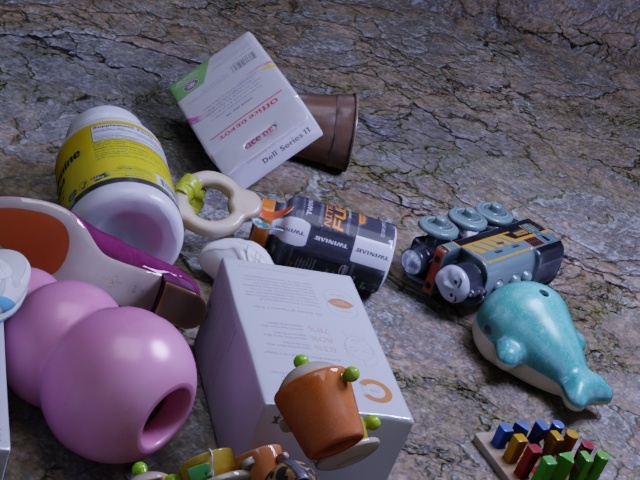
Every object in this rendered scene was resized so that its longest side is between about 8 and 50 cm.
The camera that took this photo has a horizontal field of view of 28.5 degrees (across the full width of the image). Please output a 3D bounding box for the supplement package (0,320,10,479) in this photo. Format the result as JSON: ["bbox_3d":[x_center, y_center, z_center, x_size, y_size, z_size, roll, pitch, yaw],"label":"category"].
[{"bbox_3d":[-0.472,0.205,1.487,0.178,0.175,0.293,9,30,-22],"label":"supplement package"}]

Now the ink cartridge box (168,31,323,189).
[{"bbox_3d":[-0.137,-0.235,2.441,0.119,0.207,0.353,53,3,-42],"label":"ink cartridge box"}]

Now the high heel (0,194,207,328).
[{"bbox_3d":[-0.352,0.036,1.885,0.377,0.127,0.181,31,-5,-17],"label":"high heel"}]

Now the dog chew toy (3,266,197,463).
[{"bbox_3d":[-0.324,0.147,1.661,0.332,0.206,0.207,32,30,24],"label":"dog chew toy"}]

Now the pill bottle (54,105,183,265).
[{"bbox_3d":[-0.339,-0.085,2.077,0.188,0.187,0.334,9,29,-21],"label":"pill bottle"}]

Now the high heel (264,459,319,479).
[{"bbox_3d":[-0.011,0.382,1.415,0.093,0.186,0.261,-14,68,-18],"label":"high heel"}]

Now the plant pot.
[{"bbox_3d":[-0.018,-0.233,2.593,0.165,0.167,0.167,8,30,-8],"label":"plant pot"}]

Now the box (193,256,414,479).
[{"bbox_3d":[-0.036,0.197,1.797,0.215,0.168,0.345,9,29,-20],"label":"box"}]

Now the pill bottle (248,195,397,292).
[{"bbox_3d":[0.000,0.000,2.209,0.246,0.130,0.130,16,28,-6],"label":"pill bottle"}]

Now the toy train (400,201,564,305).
[{"bbox_3d":[0.300,0.029,2.332,0.190,0.142,0.334,35,31,33],"label":"toy train"}]

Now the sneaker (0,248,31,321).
[{"bbox_3d":[-0.422,0.050,1.510,0.087,0.092,0.229,27,26,15],"label":"sneaker"}]

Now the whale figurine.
[{"bbox_3d":[0.386,0.173,2.144,0.216,0.141,0.272,-4,37,-39],"label":"whale figurine"}]

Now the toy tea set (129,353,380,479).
[{"bbox_3d":[-0.090,0.244,1.542,0.336,0.200,0.124,-20,69,-8],"label":"toy tea set"}]

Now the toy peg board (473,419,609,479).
[{"bbox_3d":[0.348,0.323,1.920,0.161,0.079,0.160,2,33,-31],"label":"toy peg board"}]

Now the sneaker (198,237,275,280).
[{"bbox_3d":[-0.111,0.076,2.051,0.232,0.090,0.115,28,32,17],"label":"sneaker"}]

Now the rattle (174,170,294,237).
[{"bbox_3d":[-0.161,-0.030,2.152,0.200,0.142,0.130,8,41,-15],"label":"rattle"}]
